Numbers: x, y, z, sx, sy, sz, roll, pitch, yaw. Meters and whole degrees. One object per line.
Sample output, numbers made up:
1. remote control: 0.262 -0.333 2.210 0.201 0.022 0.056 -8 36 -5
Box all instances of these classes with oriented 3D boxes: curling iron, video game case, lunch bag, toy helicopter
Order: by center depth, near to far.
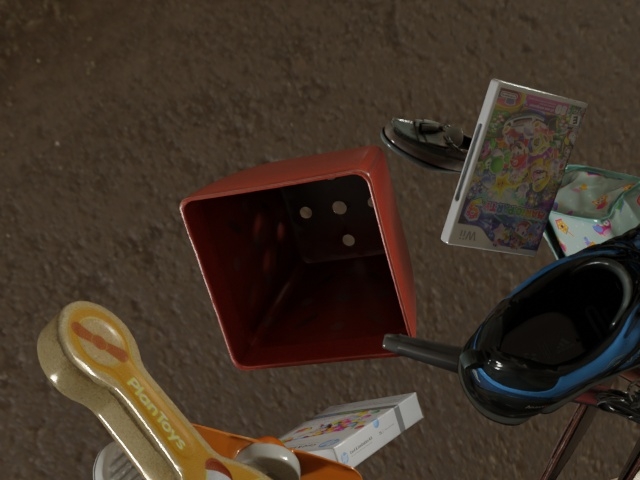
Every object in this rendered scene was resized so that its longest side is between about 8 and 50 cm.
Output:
1. video game case: 0.142 -0.050 0.683 0.011 0.087 0.122 39 117 56
2. toy helicopter: -0.092 0.191 0.762 0.140 0.235 0.355 -37 91 26
3. curling iron: 0.189 0.121 0.863 0.274 0.068 0.035 14 65 20
4. lunch bag: 0.502 -0.016 1.737 0.160 0.223 0.262 -43 29 -17

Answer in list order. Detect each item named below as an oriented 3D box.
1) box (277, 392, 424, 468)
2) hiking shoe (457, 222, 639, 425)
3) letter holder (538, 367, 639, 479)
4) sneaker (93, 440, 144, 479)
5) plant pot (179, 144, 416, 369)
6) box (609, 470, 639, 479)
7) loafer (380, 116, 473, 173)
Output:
1. box: 0.018 0.240 1.131 0.145 0.186 0.038 -17 92 38
2. hiking shoe: 0.247 0.043 0.713 0.304 0.132 0.113 -33 71 -4
3. letter holder: 0.361 0.208 1.020 0.152 0.302 0.214 31 112 20
4. sneaker: -0.204 0.373 1.282 0.127 0.321 0.126 -18 45 38
5. plant pot: 0.000 0.000 1.322 0.267 0.267 0.236 -8 22 21
6. box: 0.471 0.422 1.377 0.311 0.148 0.121 -3 49 -37
7. loafer: 0.231 -0.155 1.527 0.267 0.084 0.096 19 37 -17
